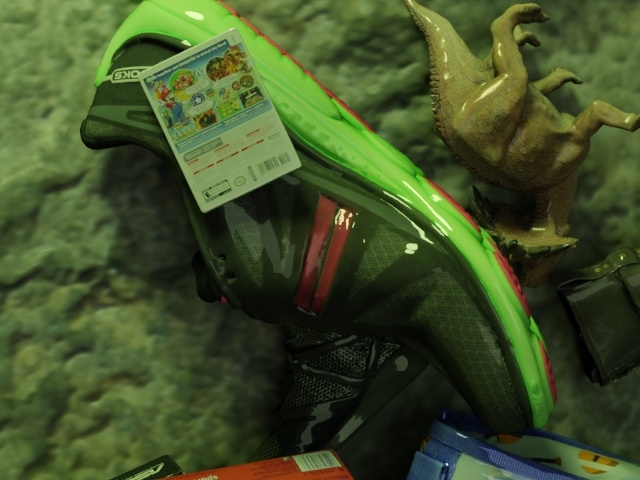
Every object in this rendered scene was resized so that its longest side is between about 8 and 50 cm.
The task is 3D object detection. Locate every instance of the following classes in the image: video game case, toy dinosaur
[{"bbox_3d":[-0.079,-0.094,1.194,0.087,0.011,0.122,-25,89,3],"label":"video game case"},{"bbox_3d":[0.167,-0.089,1.378,0.296,0.127,0.200,40,87,-18],"label":"toy dinosaur"}]

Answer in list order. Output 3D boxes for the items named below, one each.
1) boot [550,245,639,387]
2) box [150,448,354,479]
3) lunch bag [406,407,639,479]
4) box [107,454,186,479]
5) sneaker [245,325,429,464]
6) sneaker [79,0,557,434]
[{"bbox_3d":[0.357,0.071,1.499,0.229,0.091,0.263,-35,120,1],"label":"boot"},{"bbox_3d":[-0.087,0.274,1.264,0.257,0.128,0.122,-8,116,-19],"label":"box"},{"bbox_3d":[0.205,0.347,1.403,0.385,0.239,0.327,17,94,-28],"label":"lunch bag"},{"bbox_3d":[-0.181,0.356,1.356,0.216,0.060,0.270,-22,105,-16],"label":"box"},{"bbox_3d":[-0.017,0.130,1.371,0.130,0.087,0.227,44,94,-3],"label":"sneaker"},{"bbox_3d":[0.000,0.000,1.287,0.483,0.185,0.202,42,95,3],"label":"sneaker"}]
